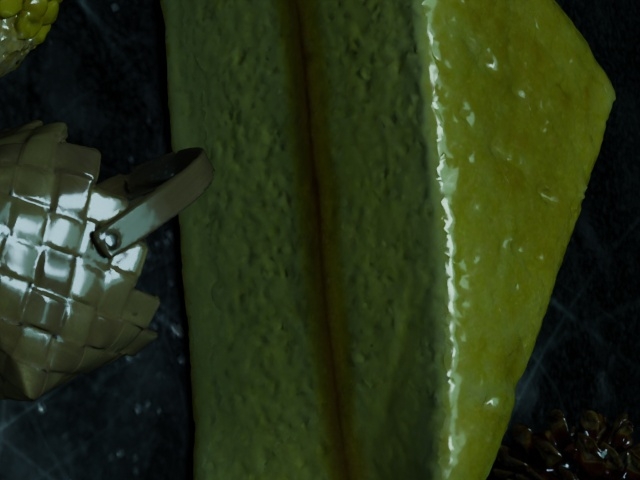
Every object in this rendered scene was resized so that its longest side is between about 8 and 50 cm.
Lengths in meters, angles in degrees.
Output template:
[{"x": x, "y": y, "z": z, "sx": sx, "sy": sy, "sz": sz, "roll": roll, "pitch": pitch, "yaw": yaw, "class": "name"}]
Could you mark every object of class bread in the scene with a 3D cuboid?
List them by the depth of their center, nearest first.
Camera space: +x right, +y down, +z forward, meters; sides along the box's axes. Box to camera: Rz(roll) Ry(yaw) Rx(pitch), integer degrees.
[{"x": 0.000, "y": 0.000, "z": 1.018, "sx": 0.245, "sy": 0.233, "sz": 0.361, "roll": 41, "pitch": 53, "yaw": -35, "class": "bread"}]

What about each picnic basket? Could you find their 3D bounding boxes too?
[{"x": -0.134, "y": -0.001, "z": 0.940, "sx": 0.178, "sy": 0.128, "sz": 0.138, "roll": -33, "pitch": 108, "yaw": -38, "class": "picnic basket"}]

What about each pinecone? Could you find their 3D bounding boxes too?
[{"x": 0.195, "y": 0.185, "z": 1.272, "sx": 0.121, "sy": 0.140, "sz": 0.140, "roll": -29, "pitch": 105, "yaw": -20, "class": "pinecone"}]

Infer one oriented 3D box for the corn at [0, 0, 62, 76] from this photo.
[{"x": -0.175, "y": -0.246, "z": 0.966, "sx": 0.119, "sy": 0.119, "sz": 0.322, "roll": 15, "pitch": 74, "yaw": -47, "class": "corn"}]
